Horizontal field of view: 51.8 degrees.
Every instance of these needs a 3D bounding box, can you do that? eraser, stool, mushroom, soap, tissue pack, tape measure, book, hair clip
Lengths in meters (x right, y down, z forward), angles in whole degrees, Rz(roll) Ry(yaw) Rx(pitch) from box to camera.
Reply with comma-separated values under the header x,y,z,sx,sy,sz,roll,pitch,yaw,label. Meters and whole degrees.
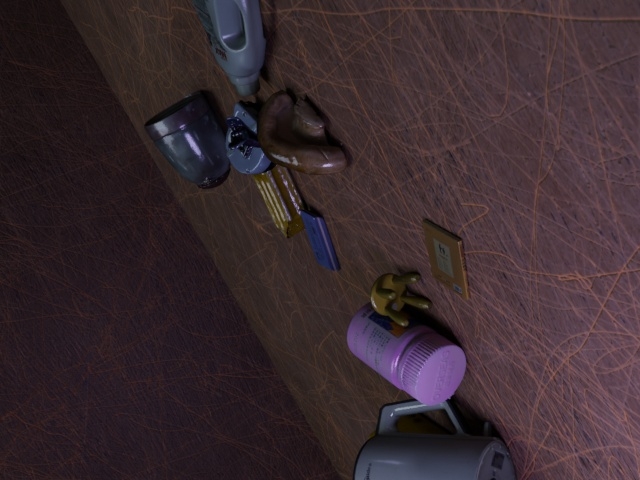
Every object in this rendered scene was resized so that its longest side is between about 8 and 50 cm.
x,y,z,sx,sy,sz,roll,pitch,yaw,label
0.000,0.000,2.024,0.082,0.036,0.225,30,146,50,eraser
0.198,0.143,1.657,0.135,0.134,0.110,17,175,-29,stool
-0.068,-0.248,1.648,0.285,0.151,0.156,49,160,24,mushroom
-0.123,-0.131,2.056,0.160,0.080,0.257,19,137,63,soap
0.300,0.657,2.057,0.271,0.192,0.134,20,139,58,tissue pack
-0.195,-0.282,1.895,0.181,0.107,0.182,42,122,32,tape measure
0.278,0.043,1.460,0.118,0.012,0.172,36,151,47,book
-0.155,-0.266,1.728,0.048,0.275,0.083,-12,86,27,hair clip

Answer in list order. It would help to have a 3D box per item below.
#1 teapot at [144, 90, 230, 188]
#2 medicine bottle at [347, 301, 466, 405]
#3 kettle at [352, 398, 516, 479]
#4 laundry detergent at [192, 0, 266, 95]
x,y,z,sx,sy,sz,roll,pitch,yaw,label
-0.437,-0.344,2.338,0.312,0.233,0.315,61,-170,-23,teapot
0.218,0.285,1.716,0.291,0.178,0.178,29,145,52,medicine bottle
0.301,0.593,1.766,0.377,0.361,0.250,-8,155,38,kettle
-0.214,-0.531,1.624,0.264,0.125,0.397,40,155,39,laundry detergent
